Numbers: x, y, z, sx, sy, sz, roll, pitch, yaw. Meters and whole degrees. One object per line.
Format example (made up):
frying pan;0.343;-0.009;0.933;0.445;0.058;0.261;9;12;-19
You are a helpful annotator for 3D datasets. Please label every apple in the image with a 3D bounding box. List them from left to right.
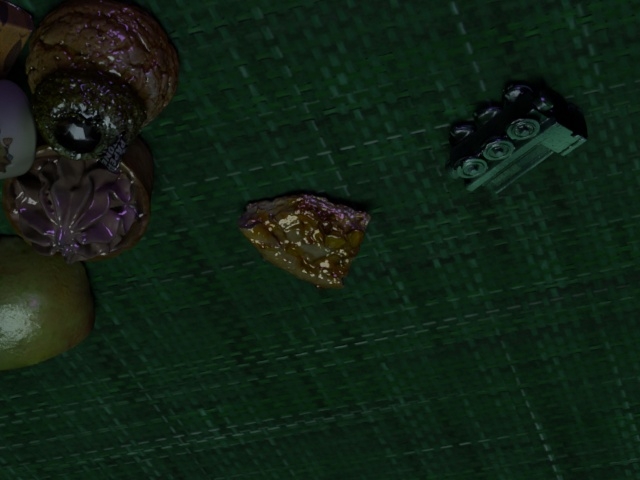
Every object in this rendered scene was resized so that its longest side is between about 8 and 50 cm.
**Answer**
apple;-0.456;0.091;1.993;0.264;0.120;0.193;-8;126;8

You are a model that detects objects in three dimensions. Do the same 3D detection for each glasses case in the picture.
glasses case;-0.404;-0.215;1.702;0.064;0.041;0.170;13;138;-29

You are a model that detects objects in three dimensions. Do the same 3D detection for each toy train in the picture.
toy train;0.235;-0.120;1.755;0.111;0.071;0.170;25;134;-33

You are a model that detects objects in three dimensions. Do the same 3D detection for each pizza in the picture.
pizza;0.000;0.000;1.904;0.161;0.062;0.182;-25;130;25

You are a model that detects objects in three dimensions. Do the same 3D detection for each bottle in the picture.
bottle;-0.458;-0.111;1.625;0.253;0.120;0.120;-14;150;-37

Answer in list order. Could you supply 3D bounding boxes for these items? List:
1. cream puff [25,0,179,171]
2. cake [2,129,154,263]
cream puff;-0.257;-0.165;1.654;0.183;0.169;0.183;1;136;1
cake;-0.305;-0.041;1.791;0.185;0.178;0.208;7;141;-6
